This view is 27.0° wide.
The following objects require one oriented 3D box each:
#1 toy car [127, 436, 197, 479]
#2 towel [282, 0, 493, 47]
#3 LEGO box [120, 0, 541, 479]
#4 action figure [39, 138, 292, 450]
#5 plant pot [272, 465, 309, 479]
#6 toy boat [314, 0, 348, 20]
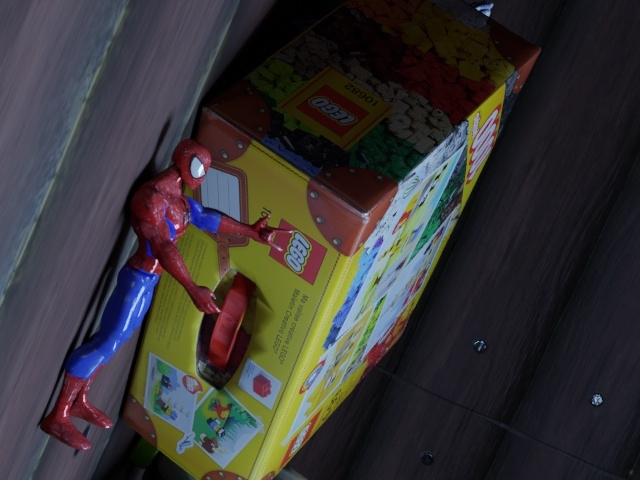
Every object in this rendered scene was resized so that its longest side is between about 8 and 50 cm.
[{"bbox_3d":[-0.206,0.343,1.834,0.188,0.155,0.149,-53,-177,30],"label":"toy car"},{"bbox_3d":[0.062,-0.195,1.608,0.285,0.034,0.209,-12,143,-28],"label":"towel"},{"bbox_3d":[0.000,0.000,1.473,0.372,0.193,0.500,-43,162,-42],"label":"LEGO box"},{"bbox_3d":[-0.125,0.055,1.136,0.091,0.139,0.280,-56,168,-75],"label":"action figure"},{"bbox_3d":[-0.160,0.451,1.541,0.305,0.334,0.334,-10,132,-47],"label":"plant pot"},{"bbox_3d":[0.082,-0.289,1.648,0.231,0.151,0.151,110,6,-54],"label":"toy boat"}]
